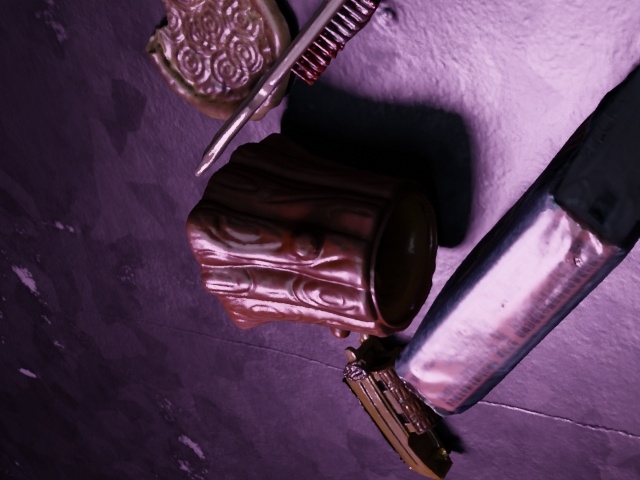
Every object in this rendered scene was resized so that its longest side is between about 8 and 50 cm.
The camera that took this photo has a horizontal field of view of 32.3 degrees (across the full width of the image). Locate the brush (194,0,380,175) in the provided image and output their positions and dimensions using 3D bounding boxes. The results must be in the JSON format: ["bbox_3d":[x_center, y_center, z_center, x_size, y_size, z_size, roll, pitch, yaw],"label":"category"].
[{"bbox_3d":[-0.037,-0.171,1.185,0.050,0.060,0.321,34,130,-15],"label":"brush"}]

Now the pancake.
[{"bbox_3d":[-0.122,-0.234,1.266,0.212,0.029,0.235,21,137,24],"label":"pancake"}]

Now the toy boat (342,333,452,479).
[{"bbox_3d":[0.108,0.215,1.430,0.088,0.068,0.226,-20,109,41],"label":"toy boat"}]

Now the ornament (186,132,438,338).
[{"bbox_3d":[0.000,0.000,1.235,0.218,0.221,0.235,10,86,29],"label":"ornament"}]

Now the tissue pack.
[{"bbox_3d":[0.210,0.010,1.041,0.103,0.228,0.315,39,140,6],"label":"tissue pack"}]
